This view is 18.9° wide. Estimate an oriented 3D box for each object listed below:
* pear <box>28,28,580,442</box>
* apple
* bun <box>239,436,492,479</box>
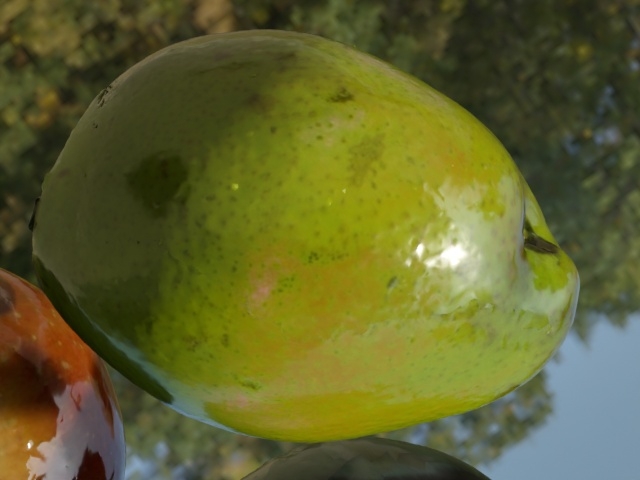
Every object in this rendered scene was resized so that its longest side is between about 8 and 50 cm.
[{"bbox_3d":[0.000,0.000,0.815,0.220,0.187,0.187,13,-149,13],"label":"pear"},{"bbox_3d":[-0.210,0.123,0.992,0.235,0.210,0.173,-33,180,3],"label":"apple"},{"bbox_3d":[0.012,0.244,0.985,0.179,0.283,0.283,-28,-166,50],"label":"bun"}]
